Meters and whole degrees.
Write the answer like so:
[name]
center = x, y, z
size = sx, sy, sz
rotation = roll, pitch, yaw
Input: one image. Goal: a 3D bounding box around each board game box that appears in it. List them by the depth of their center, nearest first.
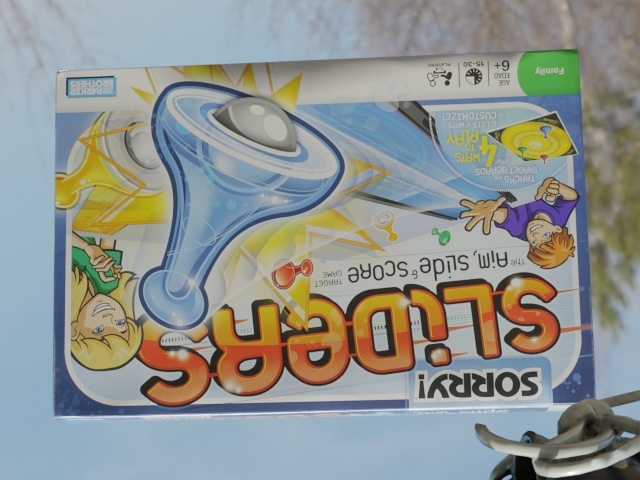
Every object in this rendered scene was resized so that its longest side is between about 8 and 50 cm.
[board game box]
center = 0.000, 0.000, 0.605
size = 0.201, 0.136, 0.035
rotation = -3, 169, 4

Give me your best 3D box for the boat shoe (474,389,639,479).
[boat shoe]
center = 0.059, 0.085, 0.423
size = 0.254, 0.079, 0.095
rotation = -11, 173, 1
